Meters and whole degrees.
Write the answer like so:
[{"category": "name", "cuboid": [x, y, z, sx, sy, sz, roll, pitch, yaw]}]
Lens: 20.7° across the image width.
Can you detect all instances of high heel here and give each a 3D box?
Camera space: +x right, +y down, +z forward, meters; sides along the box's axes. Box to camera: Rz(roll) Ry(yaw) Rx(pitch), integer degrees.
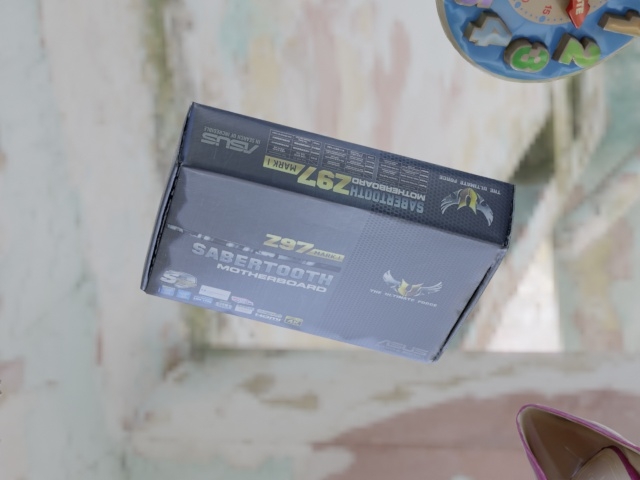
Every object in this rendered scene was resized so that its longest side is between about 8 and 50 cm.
[{"category": "high heel", "cuboid": [0.166, 0.142, 0.987, 0.082, 0.117, 0.244, -49, -2, 5]}]

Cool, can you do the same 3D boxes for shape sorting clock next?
[{"category": "shape sorting clock", "cuboid": [0.173, -0.195, 1.200, 0.040, 0.206, 0.206, 53, 169, 42]}]

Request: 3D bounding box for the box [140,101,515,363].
[{"category": "box", "cuboid": [0.000, 0.000, 1.235, 0.183, 0.232, 0.059, 115, 167, -57]}]
